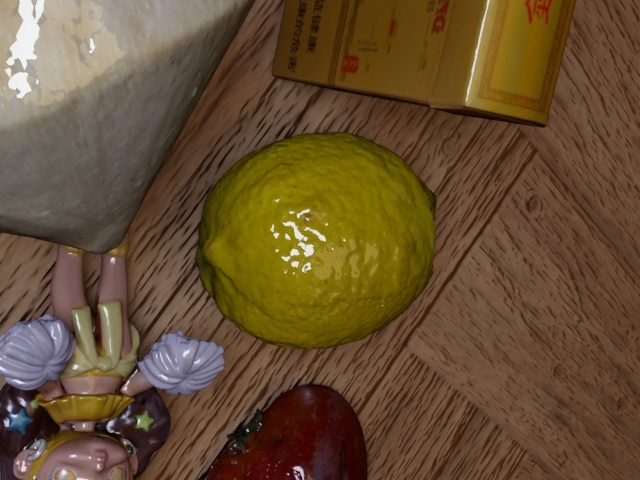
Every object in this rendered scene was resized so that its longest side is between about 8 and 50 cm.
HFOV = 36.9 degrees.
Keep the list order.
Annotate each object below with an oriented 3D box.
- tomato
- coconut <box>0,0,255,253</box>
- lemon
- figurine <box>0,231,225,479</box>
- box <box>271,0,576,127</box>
[{"bbox_3d":[-0.010,0.237,0.875,0.189,0.099,0.173,-43,121,-19],"label":"tomato"},{"bbox_3d":[-0.181,-0.137,0.538,0.329,0.329,0.328,-10,108,-32],"label":"coconut"},{"bbox_3d":[-0.001,0.001,0.768,0.193,0.181,0.180,-35,123,-50],"label":"lemon"},{"bbox_3d":[-0.175,0.111,0.720,0.175,0.116,0.240,7,93,-37],"label":"figurine"},{"bbox_3d":[0.069,-0.187,0.701,0.076,0.274,0.174,5,100,-31],"label":"box"}]
